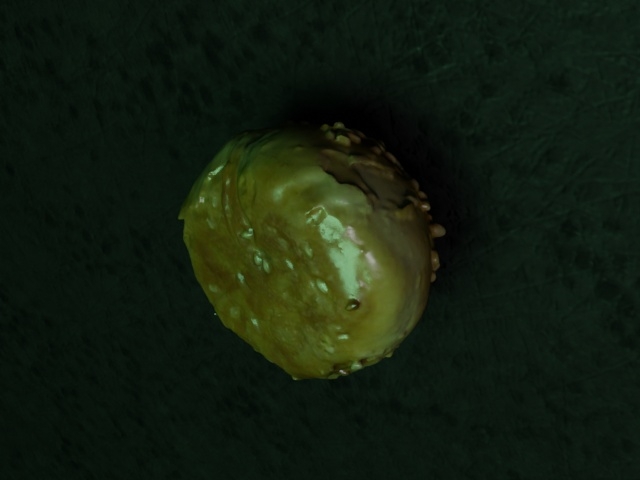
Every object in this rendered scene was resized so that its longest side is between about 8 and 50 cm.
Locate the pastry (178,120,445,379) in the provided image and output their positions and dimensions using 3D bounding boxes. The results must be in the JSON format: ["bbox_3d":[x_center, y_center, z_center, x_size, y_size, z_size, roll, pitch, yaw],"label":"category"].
[{"bbox_3d":[0.000,0.000,1.655,0.315,0.184,0.284,-19,100,54],"label":"pastry"}]
